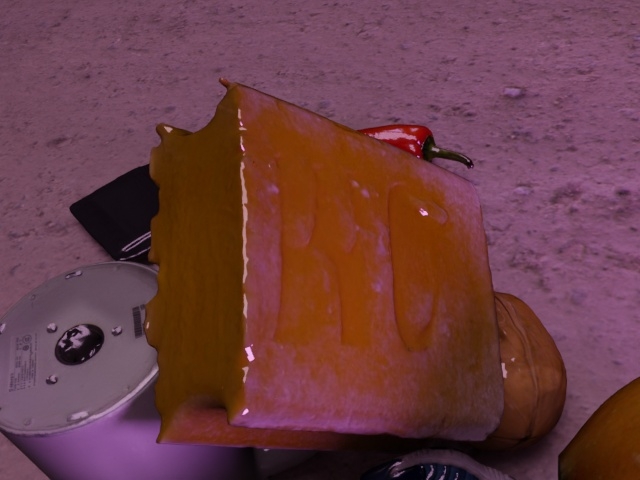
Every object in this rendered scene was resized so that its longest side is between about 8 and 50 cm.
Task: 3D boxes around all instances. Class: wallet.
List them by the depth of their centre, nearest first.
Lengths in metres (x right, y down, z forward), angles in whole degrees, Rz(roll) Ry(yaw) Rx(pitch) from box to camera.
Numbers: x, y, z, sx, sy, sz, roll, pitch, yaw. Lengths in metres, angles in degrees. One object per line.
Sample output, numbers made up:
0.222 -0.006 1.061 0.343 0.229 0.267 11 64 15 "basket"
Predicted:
-0.255 -0.082 1.331 0.323 0.041 0.247 -32 45 -20 "wallet"

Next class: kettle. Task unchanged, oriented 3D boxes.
-0.171 0.183 0.819 0.205 0.318 0.265 27 57 38 "kettle"

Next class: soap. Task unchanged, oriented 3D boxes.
0.010 0.046 0.716 0.156 0.335 0.293 -26 57 42 "soap"

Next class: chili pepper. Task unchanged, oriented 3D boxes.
0.057 -0.115 1.248 0.369 0.092 0.137 -17 61 10 "chili pepper"

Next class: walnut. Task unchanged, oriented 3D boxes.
0.190 0.146 0.862 0.165 0.165 0.197 -20 51 -3 "walnut"

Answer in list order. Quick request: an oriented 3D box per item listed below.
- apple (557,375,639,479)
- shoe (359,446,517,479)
0.350 0.251 0.547 0.375 0.374 0.384 -7 26 11 "apple"
0.128 0.269 0.737 0.091 0.207 0.106 -36 33 40 "shoe"
